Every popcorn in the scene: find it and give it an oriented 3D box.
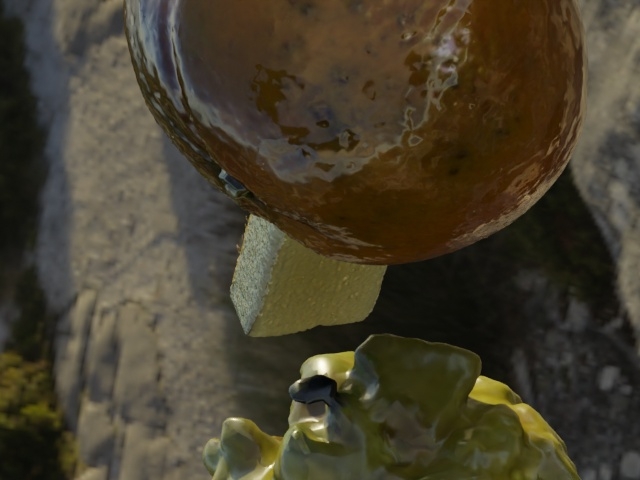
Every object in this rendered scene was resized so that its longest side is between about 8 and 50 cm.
[{"bbox_3d":[0.026,0.148,0.787,0.218,0.169,0.189,-19,53,2],"label":"popcorn"}]

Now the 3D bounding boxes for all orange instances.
[{"bbox_3d":[0.012,-0.088,0.725,0.171,0.240,0.240,-49,38,-15],"label":"orange"}]

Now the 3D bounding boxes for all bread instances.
[{"bbox_3d":[0.000,-0.001,1.329,0.188,0.125,0.068,107,148,-48],"label":"bread"}]
